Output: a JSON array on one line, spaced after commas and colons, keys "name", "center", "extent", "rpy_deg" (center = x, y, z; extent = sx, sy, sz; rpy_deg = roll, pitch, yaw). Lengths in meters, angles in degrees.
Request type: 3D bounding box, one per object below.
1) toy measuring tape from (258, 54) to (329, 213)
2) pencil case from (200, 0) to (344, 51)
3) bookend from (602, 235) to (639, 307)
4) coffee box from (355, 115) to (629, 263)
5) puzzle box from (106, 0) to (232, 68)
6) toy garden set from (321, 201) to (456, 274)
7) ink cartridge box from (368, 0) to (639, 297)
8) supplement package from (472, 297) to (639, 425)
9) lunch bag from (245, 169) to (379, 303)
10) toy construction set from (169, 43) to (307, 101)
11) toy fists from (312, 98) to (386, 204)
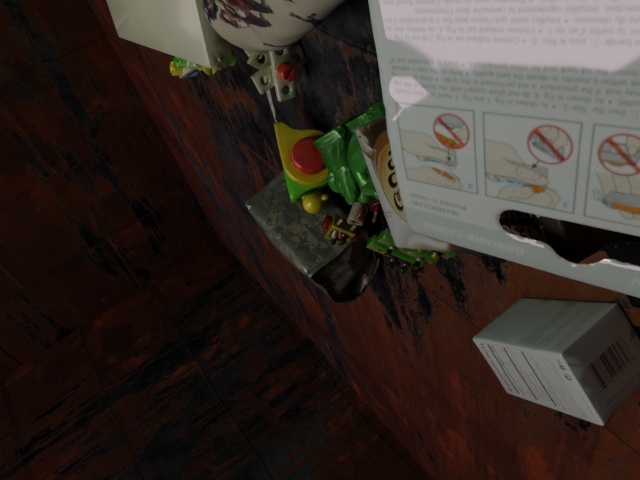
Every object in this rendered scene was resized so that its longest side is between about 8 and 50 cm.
[{"name": "toy measuring tape", "center": [-0.032, -0.214, 1.003], "extent": [0.121, 0.122, 0.329], "rpy_deg": [144, 113, -75]}, {"name": "pencil case", "center": [-0.033, -0.338, 0.572], "extent": [0.183, 0.159, 0.410], "rpy_deg": [40, 170, -18]}, {"name": "bookend", "center": [0.341, 0.047, 0.432], "extent": [0.157, 0.072, 0.156], "rpy_deg": [58, 165, -12]}, {"name": "coffee box", "center": [0.170, -0.081, 0.544], "extent": [0.297, 0.119, 0.168], "rpy_deg": [8, 120, 70]}, {"name": "puzzle box", "center": [-0.273, -0.485, 0.766], "extent": [0.272, 0.052, 0.408], "rpy_deg": [29, 142, 32]}, {"name": "toy garden set", "center": [0.113, -0.001, 0.865], "extent": [0.204, 0.049, 0.244], "rpy_deg": [23, 167, -6]}, {"name": "ink cartridge box", "center": [0.177, -0.137, 0.303], "extent": [0.308, 0.091, 0.384], "rpy_deg": [18, 140, 37]}, {"name": "supplement package", "center": [0.309, 0.148, 0.676], "extent": [0.105, 0.105, 0.179], "rpy_deg": [57, 165, -6]}, {"name": "lunch bag", "center": [0.000, 0.000, 1.154], "extent": [0.235, 0.169, 0.287], "rpy_deg": [47, 176, 26]}, {"name": "toy construction set", "center": [-0.170, -0.369, 0.930], "extent": [0.328, 0.151, 0.214], "rpy_deg": [29, 123, 36]}, {"name": "toy fists", "center": [0.074, -0.127, 0.826], "extent": [0.142, 0.096, 0.279], "rpy_deg": [56, 163, -11]}]
